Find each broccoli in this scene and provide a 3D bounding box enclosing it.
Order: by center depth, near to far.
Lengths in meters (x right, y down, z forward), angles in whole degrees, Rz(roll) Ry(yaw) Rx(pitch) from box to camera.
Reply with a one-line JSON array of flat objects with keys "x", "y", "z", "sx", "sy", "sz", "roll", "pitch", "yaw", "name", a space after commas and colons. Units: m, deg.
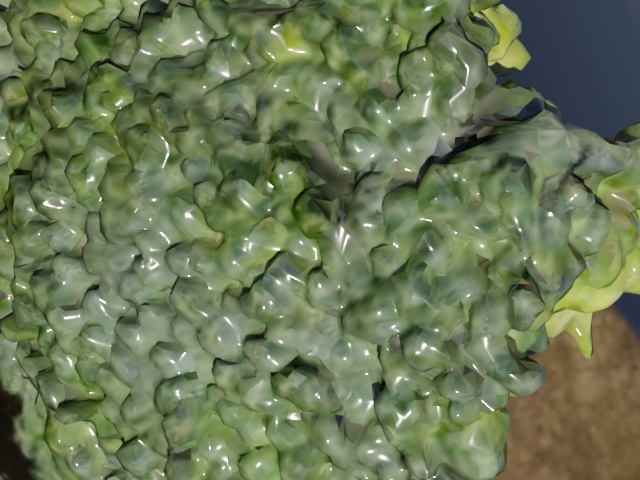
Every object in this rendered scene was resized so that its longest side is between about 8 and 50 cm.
[{"x": 0.000, "y": 0.000, "z": 0.570, "sx": 0.243, "sy": 0.263, "sz": 0.247, "roll": -3, "pitch": 106, "yaw": -51, "name": "broccoli"}]
